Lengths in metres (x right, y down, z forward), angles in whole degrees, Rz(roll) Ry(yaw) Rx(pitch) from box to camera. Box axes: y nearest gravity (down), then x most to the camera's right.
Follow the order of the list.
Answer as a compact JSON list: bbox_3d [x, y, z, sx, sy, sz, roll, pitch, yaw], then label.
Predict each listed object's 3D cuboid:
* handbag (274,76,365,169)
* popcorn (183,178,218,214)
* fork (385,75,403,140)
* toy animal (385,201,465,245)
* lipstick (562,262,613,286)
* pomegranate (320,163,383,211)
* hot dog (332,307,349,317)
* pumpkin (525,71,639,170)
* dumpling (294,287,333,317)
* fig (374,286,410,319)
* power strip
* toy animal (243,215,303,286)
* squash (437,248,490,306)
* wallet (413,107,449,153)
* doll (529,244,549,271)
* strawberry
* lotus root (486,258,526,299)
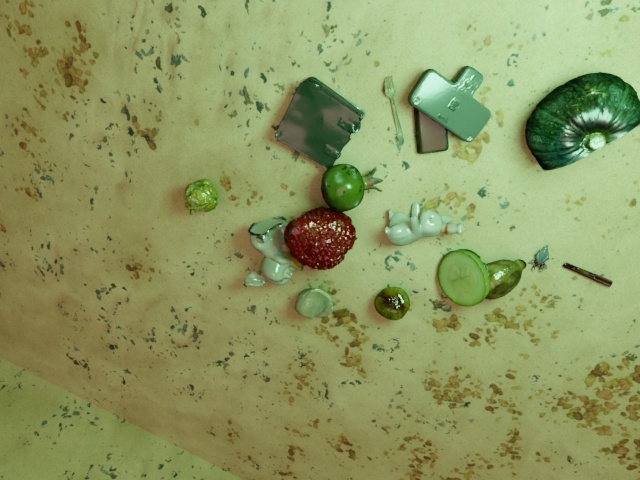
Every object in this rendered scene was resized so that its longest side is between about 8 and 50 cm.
[{"bbox_3d":[-0.003,-0.414,1.516,0.260,0.079,0.248,33,121,-4],"label":"handbag"},{"bbox_3d":[-0.490,-0.175,1.740,0.135,0.141,0.162,35,80,0],"label":"popcorn"},{"bbox_3d":[0.252,-0.449,1.453,0.033,0.028,0.220,-9,112,16],"label":"fork"},{"bbox_3d":[0.373,-0.066,1.548,0.282,0.141,0.138,-17,118,26],"label":"toy animal"},{"bbox_3d":[0.964,0.122,1.532,0.176,0.027,0.027,23,119,5],"label":"lipstick"},{"bbox_3d":[0.113,-0.199,1.543,0.224,0.181,0.182,-11,113,-2],"label":"pomegranate"},{"bbox_3d":[0.093,0.322,1.881,0.083,0.021,0.037,-11,91,24],"label":"hot dog"},{"bbox_3d":[0.740,-0.359,1.230,0.293,0.263,0.197,-36,95,27],"label":"pumpkin"},{"bbox_3d":[-0.025,0.277,1.839,0.166,0.126,0.216,20,117,-12],"label":"dumpling"},{"bbox_3d":[0.292,0.258,1.734,0.152,0.120,0.136,-9,75,40],"label":"fig"},{"bbox_3d":[0.434,-0.459,1.356,0.264,0.059,0.194,30,111,-13],"label":"power strip"},{"bbox_3d":[-0.199,0.068,1.756,0.247,0.183,0.310,4,121,19],"label":"toy animal"},{"bbox_3d":[0.531,0.143,1.585,0.219,0.041,0.220,16,110,52],"label":"squash"},{"bbox_3d":[0.377,-0.399,1.441,0.110,0.031,0.198,-4,114,17],"label":"wallet"},{"bbox_3d":[0.804,0.064,1.542,0.057,0.039,0.114,42,141,43],"label":"doll"},{"bbox_3d":[-0.004,-0.001,1.617,0.260,0.257,0.261,8,115,19],"label":"strawberry"},{"bbox_3d":[0.664,0.136,1.573,0.214,0.138,0.138,-38,101,16],"label":"lotus root"}]
